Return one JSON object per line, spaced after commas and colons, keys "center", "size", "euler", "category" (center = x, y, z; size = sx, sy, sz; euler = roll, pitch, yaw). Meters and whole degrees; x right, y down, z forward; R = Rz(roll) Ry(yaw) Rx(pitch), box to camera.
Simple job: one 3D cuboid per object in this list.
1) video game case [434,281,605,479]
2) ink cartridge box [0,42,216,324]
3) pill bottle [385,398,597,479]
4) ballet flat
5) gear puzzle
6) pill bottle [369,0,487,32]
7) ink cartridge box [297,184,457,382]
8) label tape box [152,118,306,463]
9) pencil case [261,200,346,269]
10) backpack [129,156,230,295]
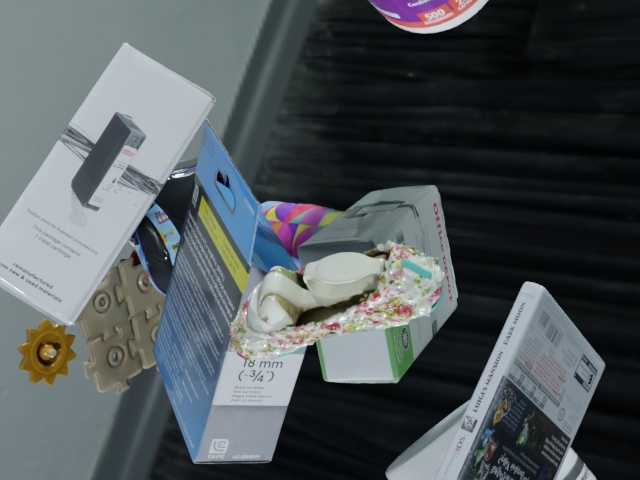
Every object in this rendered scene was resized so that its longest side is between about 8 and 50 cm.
{"center": [0.169, 0.146, 0.936], "size": [0.190, 0.022, 0.173], "euler": [42, 71, -53], "category": "video game case"}
{"center": [-0.238, -0.052, 1.208], "size": [0.114, 0.197, 0.273], "euler": [34, 78, -9], "category": "ink cartridge box"}
{"center": [0.251, 0.358, 1.304], "size": [0.363, 0.210, 0.210], "euler": [51, 44, 6], "category": "pill bottle"}
{"center": [-0.003, 0.046, 1.013], "size": [0.077, 0.241, 0.091], "euler": [39, 45, -39], "category": "ballet flat"}
{"center": [-0.277, 0.112, 1.566], "size": [0.339, 0.044, 0.175], "euler": [-28, 113, -45], "category": "gear puzzle"}
{"center": [0.079, -0.381, 1.313], "size": [0.323, 0.181, 0.181], "euler": [30, 72, -56], "category": "pill bottle"}
{"center": [0.071, 0.043, 1.278], "size": [0.219, 0.092, 0.160], "euler": [-37, 120, -61], "category": "ink cartridge box"}
{"center": [-0.096, 0.059, 1.349], "size": [0.106, 0.240, 0.334], "euler": [5, 117, -24], "category": "label tape box"}
{"center": [0.000, 0.000, 1.471], "size": [0.104, 0.236, 0.104], "euler": [-4, 97, -38], "category": "pencil case"}
{"center": [-0.184, -0.015, 1.541], "size": [0.158, 0.117, 0.173], "euler": [-20, 105, -20], "category": "backpack"}
